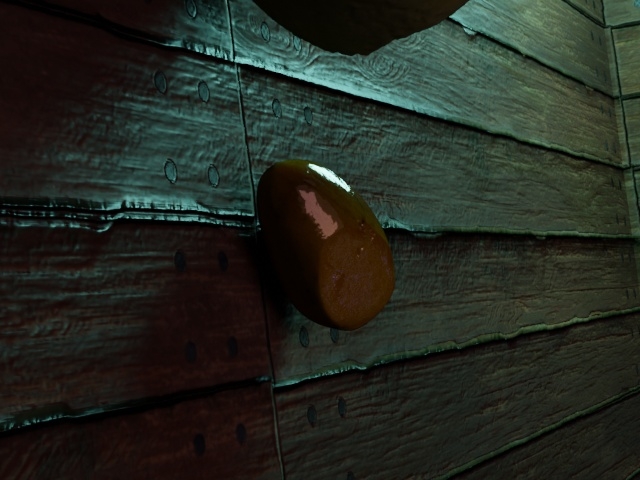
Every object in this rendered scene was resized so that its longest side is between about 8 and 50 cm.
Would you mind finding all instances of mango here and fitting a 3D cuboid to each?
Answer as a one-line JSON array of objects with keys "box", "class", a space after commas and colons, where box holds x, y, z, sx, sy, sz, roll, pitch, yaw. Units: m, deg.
[{"box": [-0.005, -0.001, 1.451, 0.141, 0.102, 0.217, -58, 137, -23], "class": "mango"}]

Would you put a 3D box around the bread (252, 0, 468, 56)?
[{"box": [0.031, -0.353, 1.397, 0.237, 0.321, 0.320, 77, 14, -65], "class": "bread"}]
